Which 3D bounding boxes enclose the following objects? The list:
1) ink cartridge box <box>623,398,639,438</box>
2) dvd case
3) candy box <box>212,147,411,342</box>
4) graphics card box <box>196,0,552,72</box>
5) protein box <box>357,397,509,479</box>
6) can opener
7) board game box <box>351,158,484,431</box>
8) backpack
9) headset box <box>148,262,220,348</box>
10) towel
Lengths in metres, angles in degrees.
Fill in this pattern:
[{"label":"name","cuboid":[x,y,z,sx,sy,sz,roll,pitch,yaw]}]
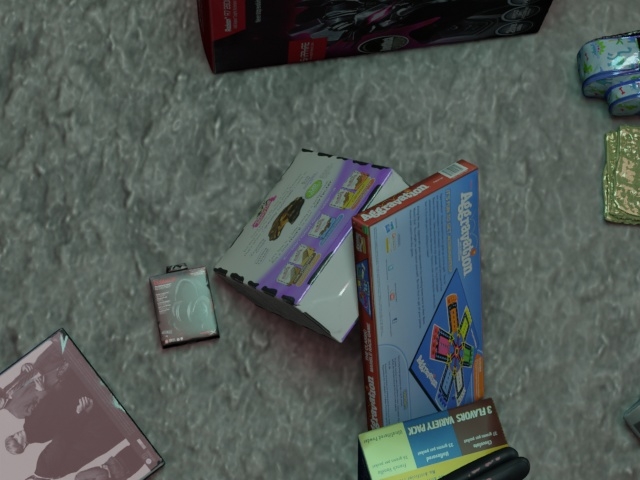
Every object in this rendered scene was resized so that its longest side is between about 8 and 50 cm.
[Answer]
[{"label":"ink cartridge box","cuboid":[0.459,0.184,1.791,0.232,0.066,0.189,-37,83,-29]},{"label":"dvd case","cuboid":[-0.307,0.231,1.744,0.238,0.029,0.179,-37,84,-8]},{"label":"candy box","cuboid":[0.000,0.000,1.714,0.070,0.196,0.165,41,80,-27]},{"label":"graphics card box","cuboid":[0.058,-0.269,1.747,0.371,0.233,0.094,-8,76,-5]},{"label":"protein box","cuboid":[0.126,0.289,1.648,0.136,0.201,0.200,-15,67,-5]},{"label":"can opener","cuboid":[0.105,0.241,1.536,0.186,0.059,0.073,-33,121,-15]},{"label":"board game box","cuboid":[0.100,0.070,1.675,0.145,0.281,0.027,-27,39,-30]},{"label":"backpack","cuboid":[0.333,-0.178,1.810,0.114,0.105,0.084,-4,79,2]},{"label":"headset box","cuboid":[-0.143,0.066,1.779,0.062,0.032,0.083,-10,82,-4]},{"label":"towel","cuboid":[0.377,-0.066,1.832,0.148,0.027,0.110,5,79,-1]}]
